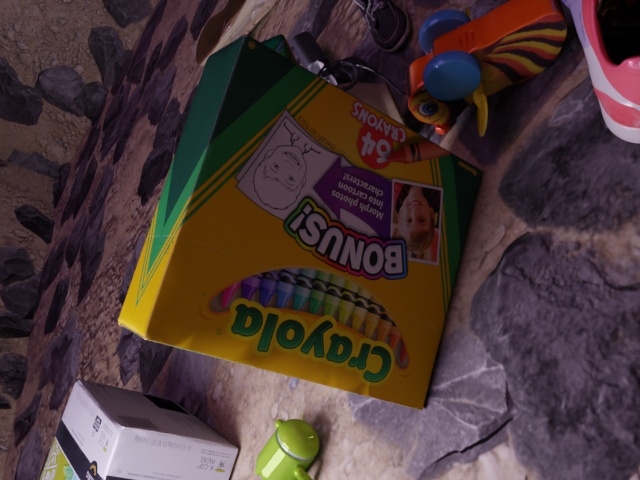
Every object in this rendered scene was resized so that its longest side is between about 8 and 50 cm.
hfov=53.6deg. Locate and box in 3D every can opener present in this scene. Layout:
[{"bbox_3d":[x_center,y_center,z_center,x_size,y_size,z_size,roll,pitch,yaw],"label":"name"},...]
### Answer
[{"bbox_3d":[0.016,-0.332,1.218,0.093,0.074,0.280,-28,39,-2],"label":"can opener"}]

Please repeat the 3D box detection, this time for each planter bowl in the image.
[{"bbox_3d":[0.071,-0.171,0.952,0.109,0.162,0.162,-25,45,13],"label":"planter bowl"}]

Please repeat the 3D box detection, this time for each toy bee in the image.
[{"bbox_3d":[0.174,-0.222,0.839,0.298,0.162,0.195,7,67,33],"label":"toy bee"}]

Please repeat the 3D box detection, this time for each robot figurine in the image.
[{"bbox_3d":[-0.046,0.302,0.897,0.115,0.067,0.101,-57,34,17],"label":"robot figurine"}]

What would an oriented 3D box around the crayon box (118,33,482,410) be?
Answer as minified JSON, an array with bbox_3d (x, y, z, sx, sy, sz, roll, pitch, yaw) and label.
[{"bbox_3d":[0.000,0.000,0.728,0.106,0.363,0.313,-1,70,57],"label":"crayon box"}]

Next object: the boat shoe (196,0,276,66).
[{"bbox_3d":[-0.232,-0.574,1.715,0.302,0.098,0.109,-39,54,35],"label":"boat shoe"}]

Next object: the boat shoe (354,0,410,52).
[{"bbox_3d":[0.098,-0.401,1.119,0.075,0.065,0.206,-48,36,29],"label":"boat shoe"}]

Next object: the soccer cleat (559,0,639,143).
[{"bbox_3d":[0.300,-0.251,0.637,0.109,0.116,0.318,-14,58,23],"label":"soccer cleat"}]

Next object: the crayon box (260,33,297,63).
[{"bbox_3d":[-0.030,-0.142,0.953,0.081,0.278,0.165,-20,46,9],"label":"crayon box"}]

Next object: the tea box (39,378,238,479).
[{"bbox_3d":[-0.352,0.457,1.124,0.329,0.220,0.323,3,74,58],"label":"tea box"}]
